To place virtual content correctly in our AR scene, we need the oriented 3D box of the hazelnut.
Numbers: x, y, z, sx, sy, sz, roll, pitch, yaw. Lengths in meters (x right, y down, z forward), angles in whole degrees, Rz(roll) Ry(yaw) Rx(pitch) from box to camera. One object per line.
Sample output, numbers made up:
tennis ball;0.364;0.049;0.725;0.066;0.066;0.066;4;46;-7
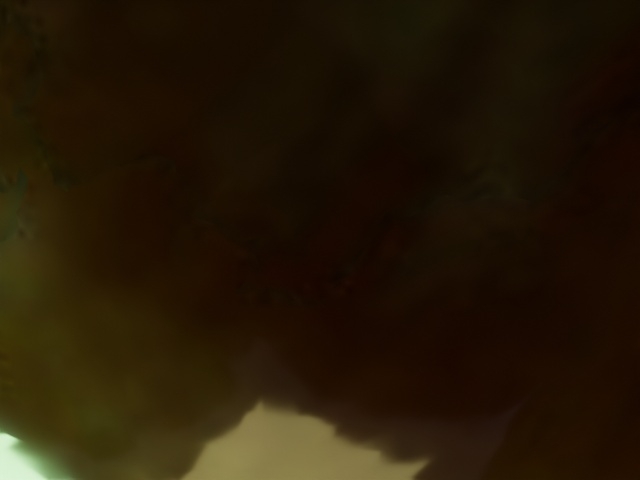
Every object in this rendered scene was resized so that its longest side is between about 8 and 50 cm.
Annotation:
hazelnut;0.004;-0.047;0.515;0.365;0.366;0.366;6;173;1
